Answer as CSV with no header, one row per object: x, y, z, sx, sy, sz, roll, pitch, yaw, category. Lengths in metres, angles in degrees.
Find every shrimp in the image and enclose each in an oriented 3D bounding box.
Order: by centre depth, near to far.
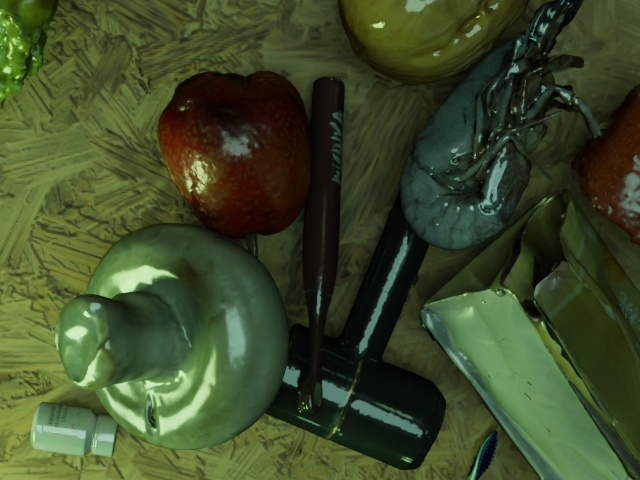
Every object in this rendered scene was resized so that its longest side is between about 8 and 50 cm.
0.204,-0.141,1.248,0.116,0.145,0.343,31,92,-48,shrimp

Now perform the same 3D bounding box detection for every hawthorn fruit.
-0.090,-0.091,1.259,0.173,0.173,0.179,9,132,-5,hawthorn fruit

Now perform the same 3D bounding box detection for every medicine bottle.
-0.265,0.205,1.318,0.089,0.052,0.052,9,94,-5,medicine bottle

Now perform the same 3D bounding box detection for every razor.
0.174,0.288,1.373,0.028,0.044,0.154,11,92,21,razor

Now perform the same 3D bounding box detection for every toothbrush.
0.001,0.000,1.272,0.041,0.041,0.364,4,74,-5,toothbrush

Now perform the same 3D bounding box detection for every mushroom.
-0.163,0.102,1.216,0.244,0.243,0.243,0,94,-5,mushroom

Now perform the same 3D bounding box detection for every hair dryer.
0.088,0.058,1.320,0.189,0.107,0.352,24,87,-5,hair dryer

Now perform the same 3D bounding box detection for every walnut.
0.115,-0.266,1.243,0.195,0.195,0.221,42,91,-6,walnut

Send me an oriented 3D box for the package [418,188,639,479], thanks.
0.290,0.130,1.257,0.221,0.165,0.311,-39,103,-13,package

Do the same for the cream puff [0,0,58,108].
-0.353,-0.261,1.209,0.282,0.185,0.281,5,103,24,cream puff

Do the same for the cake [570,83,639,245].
0.407,-0.044,1.289,0.283,0.177,0.151,35,106,-1,cake
